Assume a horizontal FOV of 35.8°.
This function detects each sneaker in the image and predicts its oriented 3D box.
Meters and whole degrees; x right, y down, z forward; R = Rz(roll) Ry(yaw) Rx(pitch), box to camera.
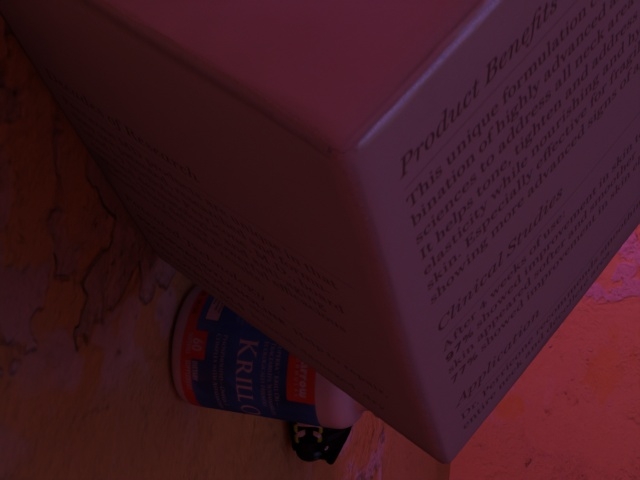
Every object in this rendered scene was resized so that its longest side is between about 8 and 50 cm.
[{"bbox_3d":[0.000,0.235,1.270,0.235,0.084,0.097,61,39,-62],"label":"sneaker"}]

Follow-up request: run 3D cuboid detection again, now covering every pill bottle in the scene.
[{"bbox_3d":[-0.017,0.109,0.933,0.124,0.221,0.124,5,90,-73],"label":"pill bottle"}]

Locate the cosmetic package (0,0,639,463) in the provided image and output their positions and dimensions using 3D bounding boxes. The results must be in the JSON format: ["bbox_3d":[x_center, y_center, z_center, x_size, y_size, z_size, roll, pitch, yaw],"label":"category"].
[{"bbox_3d":[0.038,-0.122,0.681,0.329,0.327,0.394,-47,149,-17],"label":"cosmetic package"}]
